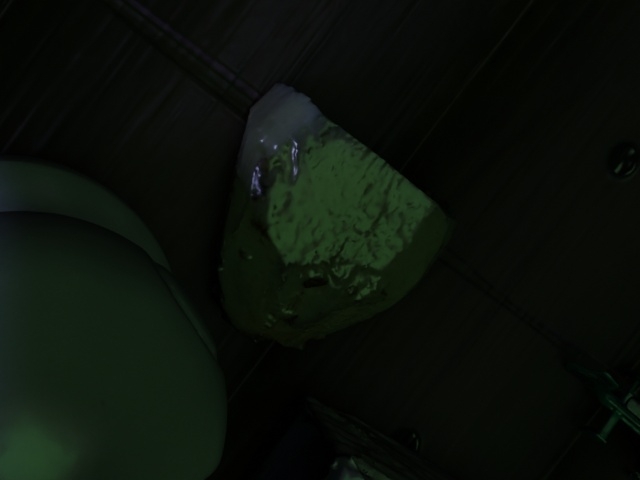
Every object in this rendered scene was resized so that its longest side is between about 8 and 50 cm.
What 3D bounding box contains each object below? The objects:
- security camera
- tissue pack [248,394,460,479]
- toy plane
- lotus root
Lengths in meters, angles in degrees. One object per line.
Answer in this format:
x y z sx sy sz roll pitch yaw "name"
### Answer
-0.147 0.067 0.478 0.194 0.236 0.194 -5 106 -18 "security camera"
-0.008 0.303 0.657 0.242 0.125 0.343 33 94 -25 "tissue pack"
0.261 0.162 0.725 0.235 0.096 0.060 40 88 -7 "toy plane"
0.002 0.002 0.597 0.143 0.070 0.144 26 97 -23 "lotus root"
